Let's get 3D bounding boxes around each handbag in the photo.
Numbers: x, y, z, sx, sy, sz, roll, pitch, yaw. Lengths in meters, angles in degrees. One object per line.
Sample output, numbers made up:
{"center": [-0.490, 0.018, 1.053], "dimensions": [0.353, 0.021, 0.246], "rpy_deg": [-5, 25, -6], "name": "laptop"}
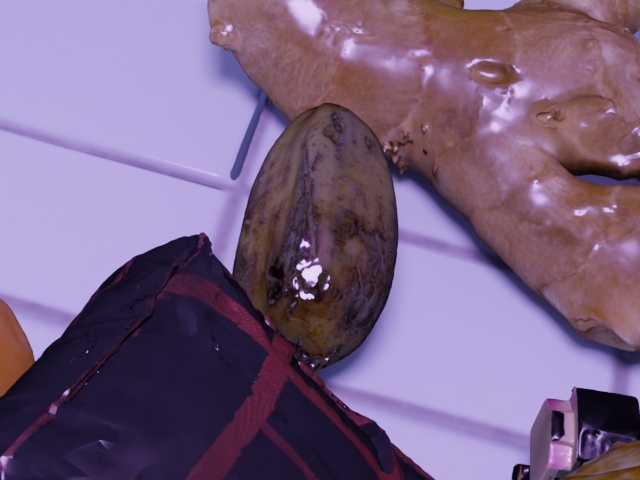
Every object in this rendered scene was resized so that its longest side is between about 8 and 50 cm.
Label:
{"center": [-0.048, 0.120, 0.573], "dimensions": [0.215, 0.155, 0.169], "rpy_deg": [49, 42, -16], "name": "handbag"}

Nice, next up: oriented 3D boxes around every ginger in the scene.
{"center": [0.114, -0.069, 0.836], "dimensions": [0.348, 0.122, 0.363], "rpy_deg": [-8, 64, -2], "name": "ginger"}

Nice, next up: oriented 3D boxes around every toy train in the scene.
{"center": [0.170, 0.120, 0.690], "dimensions": [0.138, 0.087, 0.050], "rpy_deg": [9, 51, -3], "name": "toy train"}

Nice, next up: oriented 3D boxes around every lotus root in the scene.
{"center": [0.000, 0.000, 0.757], "dimensions": [0.080, 0.089, 0.179], "rpy_deg": [37, 49, -35], "name": "lotus root"}

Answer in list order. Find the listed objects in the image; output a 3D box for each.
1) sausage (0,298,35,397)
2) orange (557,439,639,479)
{"center": [-0.239, 0.097, 0.599], "dimensions": [0.241, 0.120, 0.136], "rpy_deg": [-26, 60, -30], "name": "sausage"}
{"center": [0.149, 0.228, 0.463], "dimensions": [0.329, 0.249, 0.329], "rpy_deg": [15, 64, -33], "name": "orange"}
